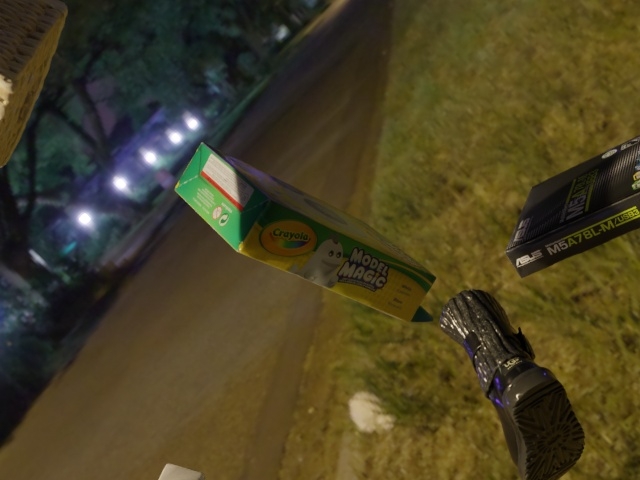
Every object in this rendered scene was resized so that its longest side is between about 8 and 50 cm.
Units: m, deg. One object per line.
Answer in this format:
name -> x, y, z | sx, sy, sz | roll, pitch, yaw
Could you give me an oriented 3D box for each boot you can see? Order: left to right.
boot -> 0.345, 0.266, 1.646 | 0.131, 0.347, 0.260 | -27, 41, -9

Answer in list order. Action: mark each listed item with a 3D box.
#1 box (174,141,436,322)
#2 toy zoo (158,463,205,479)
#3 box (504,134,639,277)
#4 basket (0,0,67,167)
box -> 0.000, 0.000, 0.618 | 0.043, 0.179, 0.105 | -58, 40, 6
toy zoo -> -0.122, 0.280, 0.585 | 0.192, 0.030, 0.293 | -71, -6, -48
box -> 0.314, -0.048, 1.040 | 0.184, 0.045, 0.190 | -25, 14, 32
basket -> -0.601, -0.241, 1.337 | 0.328, 0.331, 0.266 | -56, 18, 31
